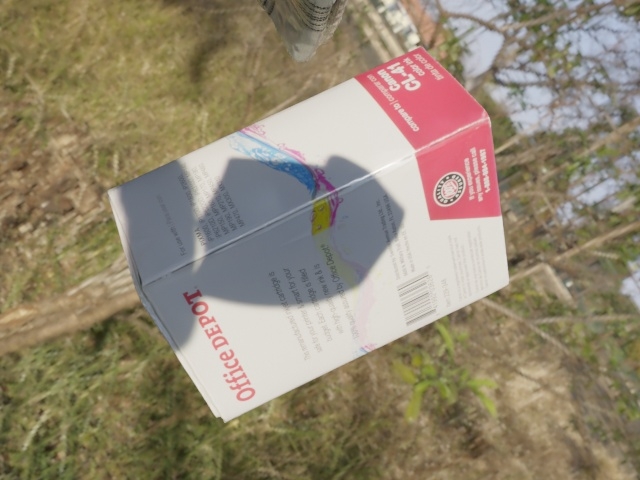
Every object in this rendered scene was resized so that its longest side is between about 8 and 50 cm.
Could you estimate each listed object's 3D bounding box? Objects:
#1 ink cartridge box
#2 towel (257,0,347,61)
[{"bbox_3d":[0.000,0.000,0.774,0.226,0.306,0.131,72,-8,-48],"label":"ink cartridge box"},{"bbox_3d":[-0.077,-0.282,0.570,0.312,0.056,0.324,53,-7,0],"label":"towel"}]
